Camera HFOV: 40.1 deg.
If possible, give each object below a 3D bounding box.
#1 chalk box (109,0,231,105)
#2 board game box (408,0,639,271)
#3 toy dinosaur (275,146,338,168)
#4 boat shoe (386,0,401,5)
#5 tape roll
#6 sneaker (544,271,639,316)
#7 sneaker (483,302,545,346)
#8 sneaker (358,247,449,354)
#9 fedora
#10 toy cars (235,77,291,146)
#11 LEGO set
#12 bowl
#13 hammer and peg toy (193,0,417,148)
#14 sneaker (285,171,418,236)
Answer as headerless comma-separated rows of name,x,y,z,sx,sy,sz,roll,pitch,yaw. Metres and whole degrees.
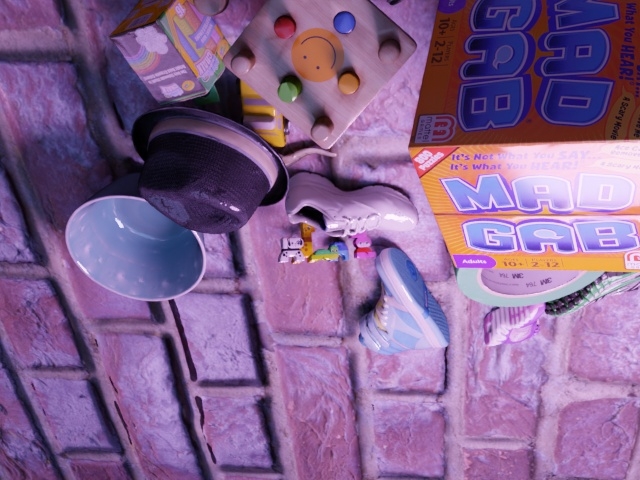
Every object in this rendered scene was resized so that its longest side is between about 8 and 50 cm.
chalk box,-0.261,-0.347,1.640,0.132,0.132,0.213,-7,133,35
board game box,0.383,-0.189,1.445,0.356,0.356,0.356,0,148,23
toy dinosaur,-0.106,-0.158,1.837,0.268,0.064,0.118,-21,154,27
boat shoe,0.175,-0.448,1.548,0.125,0.046,0.038,-31,116,22
tape roll,0.428,0.024,1.772,0.321,0.077,0.321,-5,146,-4
sneaker,0.622,0.081,1.890,0.146,0.134,0.343,21,142,-31
sneaker,0.467,0.180,2.021,0.104,0.095,0.236,10,152,-11
sneaker,0.153,0.162,2.049,0.208,0.127,0.319,-18,125,23
fedora,-0.235,-0.117,1.726,0.334,0.152,0.334,13,149,8
toy cars,-0.051,-0.306,1.685,0.176,0.087,0.393,34,128,-20
LEGO set,0.000,0.000,1.955,0.227,0.093,0.087,-3,174,-23
bowl,-0.388,-0.029,1.945,0.311,0.163,0.311,6,132,6
hammer and peg toy,-0.041,-0.366,1.525,0.361,0.127,0.266,40,111,-8
sneaker,0.061,-0.053,1.868,0.297,0.129,0.111,8,131,1
